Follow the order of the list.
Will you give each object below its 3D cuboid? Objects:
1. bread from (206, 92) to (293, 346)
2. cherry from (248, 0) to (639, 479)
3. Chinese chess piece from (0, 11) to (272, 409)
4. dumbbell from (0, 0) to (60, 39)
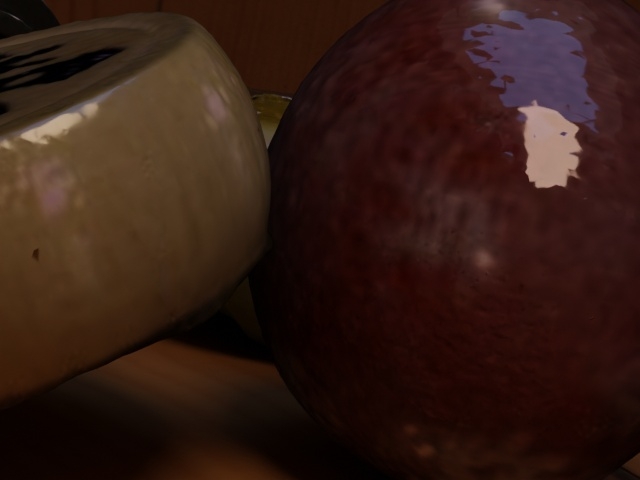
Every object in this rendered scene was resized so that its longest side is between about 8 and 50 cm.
[{"bbox_3d":[-0.013,0.000,1.058,0.261,0.158,0.156,12,19,15],"label":"bread"},{"bbox_3d":[0.072,-0.004,0.832,0.213,0.236,0.285,3,36,-1],"label":"cherry"},{"bbox_3d":[-0.147,-0.011,0.763,0.257,0.104,0.257,-16,17,5],"label":"Chinese chess piece"},{"bbox_3d":[-0.292,-0.105,1.252,0.192,0.192,0.290,2,11,-44],"label":"dumbbell"}]
